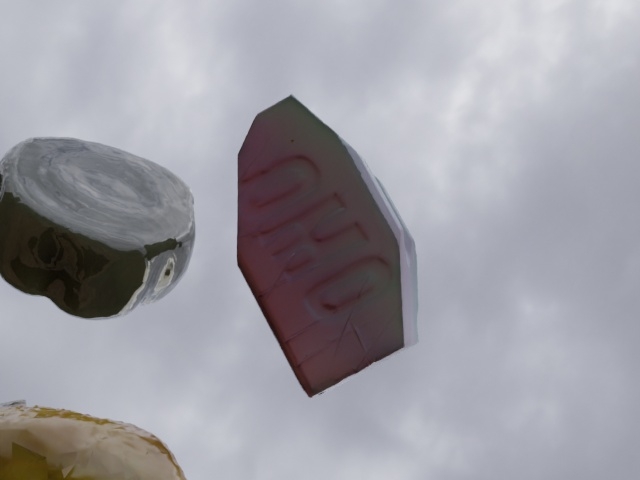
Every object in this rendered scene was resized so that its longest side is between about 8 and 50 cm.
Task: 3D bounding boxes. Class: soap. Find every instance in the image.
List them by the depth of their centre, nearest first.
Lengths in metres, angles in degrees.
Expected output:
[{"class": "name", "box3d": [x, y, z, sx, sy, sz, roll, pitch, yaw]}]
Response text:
[{"class": "soap", "box3d": [0.000, 0.000, 1.472, 0.192, 0.109, 0.324, -28, -100, 6]}]

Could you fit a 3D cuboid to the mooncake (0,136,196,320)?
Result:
[{"class": "mooncake", "box3d": [-0.286, -0.019, 1.541, 0.275, 0.275, 0.135, 32, -59, 11]}]

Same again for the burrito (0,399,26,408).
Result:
[{"class": "burrito", "box3d": [-0.470, 0.255, 1.419, 0.143, 0.299, 0.105, 179, -95, -69]}]

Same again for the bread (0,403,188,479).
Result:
[{"class": "bread", "box3d": [-0.239, 0.348, 1.139, 0.361, 0.250, 0.394, 6, -79, 20]}]
